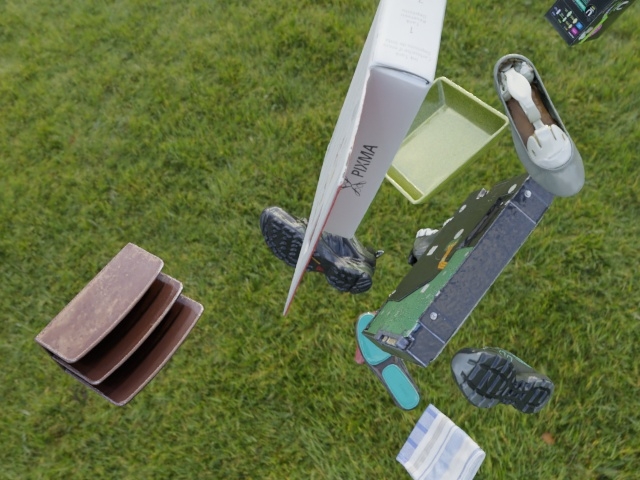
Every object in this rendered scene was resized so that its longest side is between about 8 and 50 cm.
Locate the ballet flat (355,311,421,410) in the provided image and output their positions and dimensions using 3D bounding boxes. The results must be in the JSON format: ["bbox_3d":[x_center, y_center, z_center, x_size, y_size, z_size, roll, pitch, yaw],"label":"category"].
[{"bbox_3d":[0.169,0.318,1.597,0.095,0.096,0.280,-26,85,0],"label":"ballet flat"}]

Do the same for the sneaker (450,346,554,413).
[{"bbox_3d":[0.303,0.238,1.075,0.101,0.267,0.106,-56,38,7],"label":"sneaker"}]

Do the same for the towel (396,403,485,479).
[{"bbox_3d":[0.334,0.617,1.732,0.209,0.034,0.285,-59,25,1],"label":"towel"}]

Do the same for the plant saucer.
[{"bbox_3d":[0.181,-0.153,0.969,0.188,0.045,0.188,-41,44,4],"label":"plant saucer"}]

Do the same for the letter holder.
[{"bbox_3d":[-0.439,0.191,1.383,0.215,0.152,0.301,25,58,22],"label":"letter holder"}]

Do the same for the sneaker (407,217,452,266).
[{"bbox_3d":[0.255,0.019,1.272,0.078,0.234,0.106,37,71,-11],"label":"sneaker"}]

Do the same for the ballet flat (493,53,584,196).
[{"bbox_3d":[0.291,-0.157,0.824,0.072,0.068,0.213,-26,78,17],"label":"ballet flat"}]

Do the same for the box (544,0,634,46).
[{"bbox_3d":[0.310,-0.270,0.683,0.062,0.083,0.052,-23,73,-30],"label":"box"}]

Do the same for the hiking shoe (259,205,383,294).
[{"bbox_3d":[0.000,0.000,1.064,0.227,0.086,0.114,34,45,-6],"label":"hiking shoe"}]

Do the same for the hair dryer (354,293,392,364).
[{"bbox_3d":[0.152,0.304,1.921,0.080,0.293,0.223,30,56,15],"label":"hair dryer"}]

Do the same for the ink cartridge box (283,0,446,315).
[{"bbox_3d":[0.037,-0.073,0.587,0.060,0.275,0.238,15,61,-5],"label":"ink cartridge box"}]

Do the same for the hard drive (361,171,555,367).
[{"bbox_3d":[0.217,0.047,0.989,0.064,0.237,0.339,41,80,-4],"label":"hard drive"}]
